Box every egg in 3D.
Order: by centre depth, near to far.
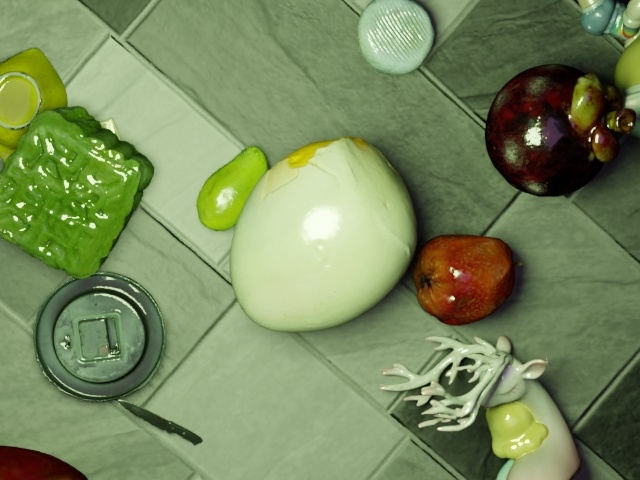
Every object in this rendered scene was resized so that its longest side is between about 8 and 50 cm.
[{"bbox_3d":[0.000,0.000,1.708,0.283,0.283,0.345,43,102,-6],"label":"egg"}]

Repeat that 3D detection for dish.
[{"bbox_3d":[-0.508,-0.227,1.749,0.148,0.080,0.208,11,91,-5],"label":"dish"}]

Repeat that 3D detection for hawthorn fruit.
[{"bbox_3d":[0.248,0.066,1.793,0.173,0.179,0.174,6,100,34],"label":"hawthorn fruit"}]

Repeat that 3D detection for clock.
[{"bbox_3d":[-0.379,0.165,1.800,0.226,0.049,0.226,0,93,-4],"label":"clock"}]

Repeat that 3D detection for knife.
[{"bbox_3d":[-0.280,0.317,1.816,0.170,0.010,0.023,32,95,-20],"label":"knife"}]

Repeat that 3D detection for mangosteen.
[{"bbox_3d":[0.406,-0.186,1.736,0.228,0.265,0.228,7,79,-44],"label":"mangosteen"}]

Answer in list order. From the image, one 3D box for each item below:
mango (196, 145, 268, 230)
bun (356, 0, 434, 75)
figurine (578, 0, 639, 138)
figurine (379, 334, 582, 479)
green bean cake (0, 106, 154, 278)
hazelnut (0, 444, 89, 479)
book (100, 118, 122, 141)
[{"bbox_3d":[-0.150,-0.090,1.788,0.091,0.074,0.165,33,90,-4],"label":"mango"},{"bbox_3d":[0.125,-0.354,1.793,0.140,0.083,0.141,0,91,-14],"label":"bun"},{"bbox_3d":[0.545,-0.327,1.809,0.205,0.224,0.382,-39,71,19],"label":"figurine"},{"bbox_3d":[0.291,0.299,1.794,0.284,0.206,0.316,-23,90,-14],"label":"figurine"},{"bbox_3d":[-0.415,-0.084,1.730,0.222,0.125,0.248,32,100,-5],"label":"green bean cake"},{"bbox_3d":[-0.540,0.536,1.673,0.420,0.352,0.421,0,90,30],"label":"hazelnut"},{"bbox_3d":[-0.375,-0.146,1.796,0.077,0.014,0.111,-21,95,-3],"label":"book"}]
